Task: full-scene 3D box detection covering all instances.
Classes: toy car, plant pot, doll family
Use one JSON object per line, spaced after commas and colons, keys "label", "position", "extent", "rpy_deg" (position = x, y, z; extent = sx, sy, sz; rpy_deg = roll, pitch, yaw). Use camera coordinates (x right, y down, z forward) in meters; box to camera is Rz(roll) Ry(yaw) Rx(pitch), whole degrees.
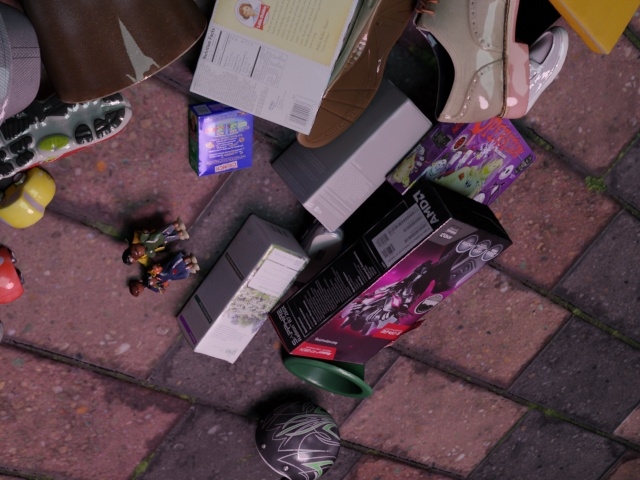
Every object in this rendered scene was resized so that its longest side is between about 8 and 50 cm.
{"label": "toy car", "position": [-0.506, -0.002, 1.468], "extent": [0.225, 0.053, 0.239], "rpy_deg": [6, 120, -35]}
{"label": "plant pot", "position": [-0.288, -0.324, 1.265], "extent": [0.215, 0.215, 0.230], "rpy_deg": [-31, 120, -7]}
{"label": "doll family", "position": [-0.261, 0.034, 1.634], "extent": [0.111, 0.076, 0.193], "rpy_deg": [-29, 138, -15]}

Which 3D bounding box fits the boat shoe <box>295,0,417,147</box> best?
{"label": "boat shoe", "position": [0.037, -0.284, 1.553], "extent": [0.109, 0.098, 0.302], "rpy_deg": [5, 120, -50]}

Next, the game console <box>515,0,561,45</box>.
{"label": "game console", "position": [0.290, -0.456, 1.608], "extent": [0.213, 0.044, 0.361], "rpy_deg": [-43, 134, 5]}

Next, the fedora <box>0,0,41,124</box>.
{"label": "fedora", "position": [-0.443, -0.215, 1.246], "extent": [0.124, 0.275, 0.244], "rpy_deg": [-18, 97, -57]}

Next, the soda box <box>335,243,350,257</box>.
{"label": "soda box", "position": [0.109, 0.050, 1.873], "extent": [0.210, 0.071, 0.067], "rpy_deg": [-1, 127, -31]}

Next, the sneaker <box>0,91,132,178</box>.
{"label": "sneaker", "position": [-0.391, -0.138, 1.402], "extent": [0.278, 0.118, 0.107], "rpy_deg": [-12, 87, -5]}

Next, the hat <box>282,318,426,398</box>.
{"label": "hat", "position": [0.050, 0.189, 1.968], "extent": [0.208, 0.173, 0.184], "rpy_deg": [35, 65, -34]}

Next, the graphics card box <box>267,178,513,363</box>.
{"label": "graphics card box", "position": [0.119, 0.065, 1.730], "extent": [0.371, 0.094, 0.232], "rpy_deg": [-42, 148, 20]}

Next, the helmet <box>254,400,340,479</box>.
{"label": "helmet", "position": [-0.045, 0.390, 1.986], "extent": [0.169, 0.169, 0.162], "rpy_deg": [-19, 148, -18]}

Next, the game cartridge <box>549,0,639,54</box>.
{"label": "game cartridge", "position": [0.442, -0.497, 1.624], "extent": [0.323, 0.052, 0.285], "rpy_deg": [32, 89, -41]}

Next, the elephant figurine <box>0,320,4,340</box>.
{"label": "elephant figurine", "position": [-0.589, 0.112, 1.451], "extent": [0.239, 0.169, 0.186], "rpy_deg": [31, 70, -39]}

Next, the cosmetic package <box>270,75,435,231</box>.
{"label": "cosmetic package", "position": [0.051, -0.148, 1.645], "extent": [0.238, 0.127, 0.107], "rpy_deg": [-42, 136, 5]}

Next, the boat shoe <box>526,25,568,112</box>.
{"label": "boat shoe", "position": [0.354, -0.290, 1.758], "extent": [0.063, 0.066, 0.184], "rpy_deg": [2, 140, -32]}

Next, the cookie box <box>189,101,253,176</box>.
{"label": "cookie box", "position": [-0.152, -0.158, 1.571], "extent": [0.091, 0.040, 0.107], "rpy_deg": [-13, 130, -23]}

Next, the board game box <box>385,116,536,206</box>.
{"label": "board game box", "position": [0.251, -0.125, 1.756], "extent": [0.208, 0.056, 0.347], "rpy_deg": [-50, 155, 7]}

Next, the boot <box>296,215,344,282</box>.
{"label": "boot", "position": [0.000, 0.000, 1.771], "extent": [0.069, 0.086, 0.190], "rpy_deg": [18, 147, -14]}

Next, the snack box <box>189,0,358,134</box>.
{"label": "snack box", "position": [-0.048, -0.326, 1.426], "extent": [0.187, 0.060, 0.322], "rpy_deg": [21, 117, -2]}

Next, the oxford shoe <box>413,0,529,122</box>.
{"label": "oxford shoe", "position": [0.205, -0.358, 1.472], "extent": [0.146, 0.140, 0.397], "rpy_deg": [-11, 104, -4]}

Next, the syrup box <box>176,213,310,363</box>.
{"label": "syrup box", "position": [-0.133, 0.084, 1.735], "extent": [0.093, 0.096, 0.237], "rpy_deg": [24, 110, -41]}
